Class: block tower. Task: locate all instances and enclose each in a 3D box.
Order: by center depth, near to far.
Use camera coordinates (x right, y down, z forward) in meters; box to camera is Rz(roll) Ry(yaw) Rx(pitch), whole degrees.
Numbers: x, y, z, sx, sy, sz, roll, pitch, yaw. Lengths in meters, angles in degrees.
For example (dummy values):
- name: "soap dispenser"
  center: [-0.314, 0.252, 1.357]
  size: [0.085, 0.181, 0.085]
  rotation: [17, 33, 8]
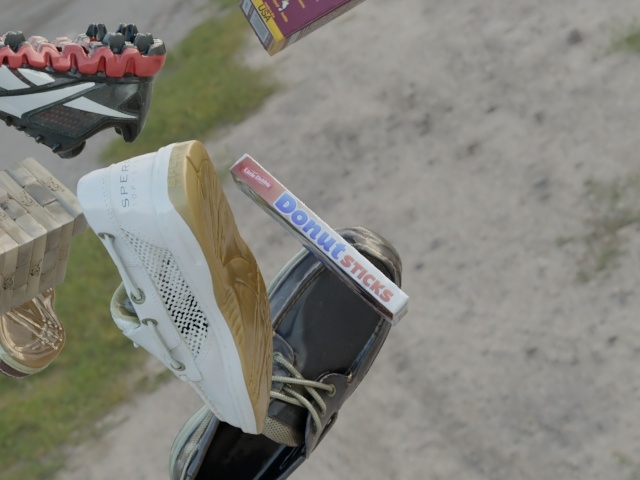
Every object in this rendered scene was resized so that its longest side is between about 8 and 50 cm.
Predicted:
- name: "block tower"
  center: [-0.362, 0.041, 1.384]
  size: [0.335, 0.091, 0.097]
  rotation: [-30, -29, -39]

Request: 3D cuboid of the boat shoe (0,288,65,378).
- name: "boat shoe"
  center: [-0.466, 0.135, 2.338]
  size: [0.123, 0.123, 0.342]
  rotation: [-51, 23, 10]

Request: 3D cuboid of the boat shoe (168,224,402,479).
- name: "boat shoe"
  center: [-0.028, 0.150, 1.497]
  size: [0.355, 0.132, 0.130]
  rotation: [-59, 14, 22]

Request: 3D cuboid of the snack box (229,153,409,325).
- name: "snack box"
  center: [0.000, 0.000, 1.279]
  size: [0.022, 0.178, 0.064]
  rotation: [-47, -10, -6]

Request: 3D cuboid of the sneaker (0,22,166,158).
- name: "sneaker"
  center: [-0.289, -0.145, 1.548]
  size: [0.276, 0.135, 0.097]
  rotation: [-1, 18, -20]

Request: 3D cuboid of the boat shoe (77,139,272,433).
- name: "boat shoe"
  center: [-0.097, 0.038, 1.091]
  size: [0.096, 0.277, 0.098]
  rotation: [-6, 47, 10]

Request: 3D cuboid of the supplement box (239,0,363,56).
- name: "supplement box"
  center: [0.001, -0.315, 1.940]
  size: [0.188, 0.081, 0.104]
  rotation: [-32, 1, -8]
